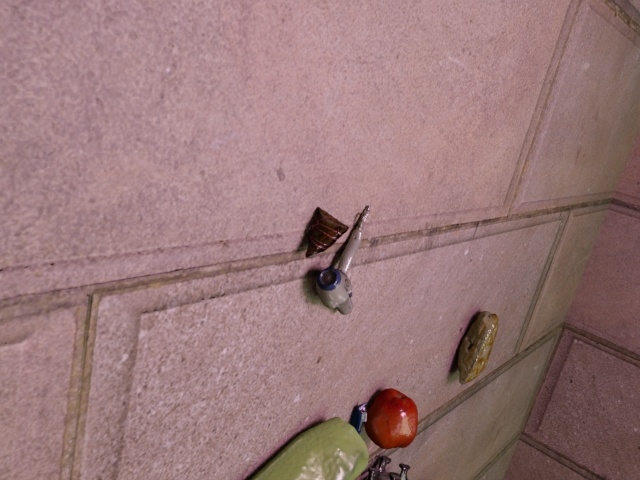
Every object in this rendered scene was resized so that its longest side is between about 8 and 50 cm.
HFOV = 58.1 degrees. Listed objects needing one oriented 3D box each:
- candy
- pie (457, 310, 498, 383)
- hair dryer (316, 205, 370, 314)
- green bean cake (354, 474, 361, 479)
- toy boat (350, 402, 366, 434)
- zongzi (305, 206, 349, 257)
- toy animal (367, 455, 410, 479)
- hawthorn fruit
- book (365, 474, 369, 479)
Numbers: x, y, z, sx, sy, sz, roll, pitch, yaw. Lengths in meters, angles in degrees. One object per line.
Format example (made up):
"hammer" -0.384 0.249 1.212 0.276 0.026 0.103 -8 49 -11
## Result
"candy" -0.048 0.493 1.150 0.343 0.142 0.132 -28 147 -38
"pie" 0.491 0.336 1.809 0.201 0.090 0.248 -8 118 -63
"hair dryer" 0.055 0.053 1.097 0.167 0.067 0.199 81 31 -52
"green bean cake" 0.031 0.609 1.393 0.136 0.056 0.135 -60 145 -8
"toy boat" 0.095 0.425 1.377 0.038 0.038 0.083 -5 115 -52
"zongzi" 0.000 0.000 0.971 0.073 0.067 0.083 -41 157 -41
"toy animal" 0.190 0.693 1.592 0.343 0.106 0.168 58 49 -63
"hawthorn fruit" 0.177 0.437 1.413 0.133 0.133 0.138 -8 108 -51
"book" 0.079 0.726 1.529 0.168 0.013 0.192 -69 161 6
